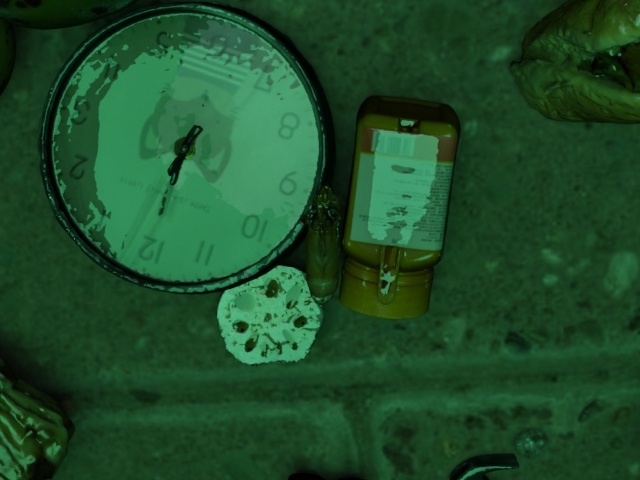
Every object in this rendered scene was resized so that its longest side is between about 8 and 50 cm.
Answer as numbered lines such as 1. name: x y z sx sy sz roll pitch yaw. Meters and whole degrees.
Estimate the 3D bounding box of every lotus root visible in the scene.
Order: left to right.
1. lotus root: -0.056 0.077 1.571 0.122 0.081 0.112 -3 103 3

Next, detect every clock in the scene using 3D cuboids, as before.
1. clock: -0.145 -0.101 1.499 0.325 0.067 0.325 0 93 4

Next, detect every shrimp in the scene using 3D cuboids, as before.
1. shrimp: 0.000 0.000 1.461 0.043 0.091 0.184 1 150 0

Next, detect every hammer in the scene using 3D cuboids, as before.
1. hammer: 0.274 0.361 1.661 0.287 0.033 0.111 38 104 -8

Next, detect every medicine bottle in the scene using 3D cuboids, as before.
1. medicine bottle: 0.083 -0.036 1.498 0.112 0.149 0.222 7 106 3

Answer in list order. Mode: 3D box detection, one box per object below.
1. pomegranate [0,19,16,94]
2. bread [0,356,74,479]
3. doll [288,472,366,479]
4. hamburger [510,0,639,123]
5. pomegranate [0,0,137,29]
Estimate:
1. pomegranate: -0.414 -0.227 1.451 0.179 0.179 0.210 -8 104 4
2. bread: -0.494 0.261 1.586 0.314 0.191 0.370 37 91 -2
3. doll: -0.006 0.405 1.639 0.182 0.117 0.257 6 105 2
4. hamburger: 0.361 -0.213 1.413 0.330 0.209 0.162 -26 102 11
5. pomegranate: -0.234 -0.346 1.344 0.290 0.323 0.291 -2 94 -32
